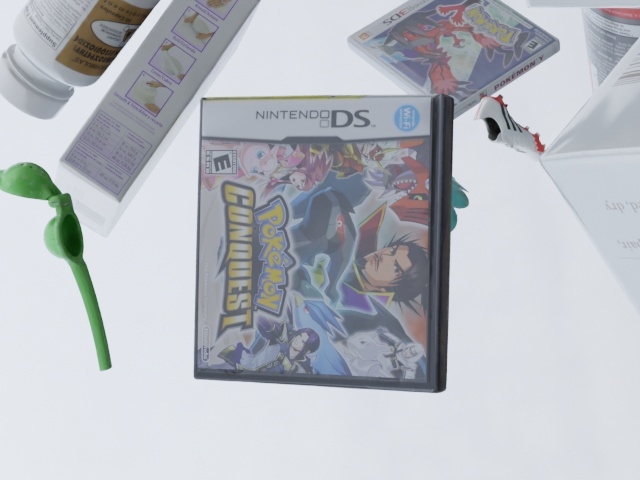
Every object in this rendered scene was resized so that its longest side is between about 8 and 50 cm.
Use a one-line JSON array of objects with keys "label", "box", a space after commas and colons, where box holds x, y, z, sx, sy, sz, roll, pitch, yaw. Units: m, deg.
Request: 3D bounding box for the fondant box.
[{"label": "fondant box", "box": [-0.214, -0.180, 2.041, 0.330, 0.096, 0.238, -58, 4, -15]}]

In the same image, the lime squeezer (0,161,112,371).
[{"label": "lime squeezer", "box": [-0.297, -0.008, 1.632, 0.310, 0.110, 0.059, 45, 180, 2]}]

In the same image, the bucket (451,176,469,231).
[{"label": "bucket", "box": [0.061, -0.042, 2.278, 0.183, 0.281, 0.281, 44, -145, -10]}]

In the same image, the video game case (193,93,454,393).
[{"label": "video game case", "box": [0.000, 0.000, 1.493, 0.035, 0.248, 0.275, 3, -92, -69]}]

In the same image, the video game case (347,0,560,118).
[{"label": "video game case", "box": [0.163, -0.244, 1.965, 0.183, 0.201, 0.023, -33, -40, -18]}]

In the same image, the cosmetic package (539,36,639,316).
[{"label": "cosmetic package", "box": [0.464, -0.032, 1.288, 0.329, 0.327, 0.394, -50, -65, -27]}]

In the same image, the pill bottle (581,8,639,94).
[{"label": "pill bottle", "box": [0.481, -0.271, 2.232, 0.363, 0.210, 0.210, 73, -156, -45]}]

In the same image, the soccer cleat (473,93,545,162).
[{"label": "soccer cleat", "box": [0.169, -0.094, 1.419, 0.083, 0.029, 0.036, 46, -116, -21]}]

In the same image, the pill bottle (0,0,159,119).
[{"label": "pill bottle", "box": [-0.312, -0.268, 1.996, 0.131, 0.229, 0.131, 35, -157, -17]}]

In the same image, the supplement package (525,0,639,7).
[{"label": "supplement package", "box": [0.277, -0.306, 1.222, 0.198, 0.262, 0.199, -29, -71, -20]}]
